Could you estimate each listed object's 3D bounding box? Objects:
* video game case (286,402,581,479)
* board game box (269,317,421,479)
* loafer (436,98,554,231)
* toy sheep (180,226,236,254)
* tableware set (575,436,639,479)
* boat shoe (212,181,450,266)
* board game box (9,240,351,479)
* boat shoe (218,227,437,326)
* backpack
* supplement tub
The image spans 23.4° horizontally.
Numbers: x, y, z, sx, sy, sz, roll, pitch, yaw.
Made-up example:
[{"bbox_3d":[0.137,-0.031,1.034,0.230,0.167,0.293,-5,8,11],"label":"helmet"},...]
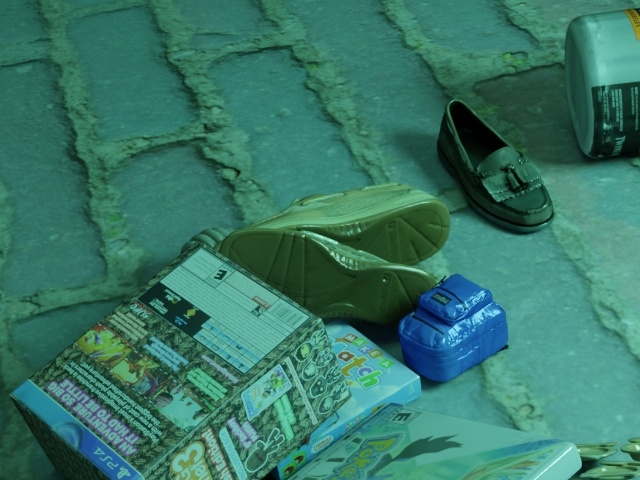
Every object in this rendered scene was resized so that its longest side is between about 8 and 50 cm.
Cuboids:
[{"bbox_3d":[0.059,0.286,1.613,0.329,0.036,0.300,-33,23,-31],"label":"video game case"},{"bbox_3d":[-0.011,0.186,1.845,0.211,0.039,0.160,-28,40,-27],"label":"board game box"},{"bbox_3d":[0.236,-0.107,2.163,0.096,0.084,0.267,-20,37,-16],"label":"loafer"},{"bbox_3d":[-0.135,0.024,2.054,0.132,0.091,0.091,-21,36,-40],"label":"toy sheep"},{"bbox_3d":[0.301,0.233,1.663,0.141,0.020,0.169,-6,3,36],"label":"tableware set"},{"bbox_3d":[0.000,0.000,2.042,0.341,0.121,0.110,-11,30,-23],"label":"boat shoe"},{"bbox_3d":[-0.155,0.176,1.747,0.291,0.141,0.232,-40,45,-20],"label":"board game box"},{"bbox_3d":[0.004,0.048,1.930,0.285,0.104,0.089,16,3,-16],"label":"boat shoe"},{"bbox_3d":[0.152,0.105,1.876,0.120,0.101,0.098,-33,36,-26],"label":"backpack"},{"bbox_3d":[0.527,-0.236,2.184,0.338,0.207,0.207,-7,36,0],"label":"supplement tub"}]
